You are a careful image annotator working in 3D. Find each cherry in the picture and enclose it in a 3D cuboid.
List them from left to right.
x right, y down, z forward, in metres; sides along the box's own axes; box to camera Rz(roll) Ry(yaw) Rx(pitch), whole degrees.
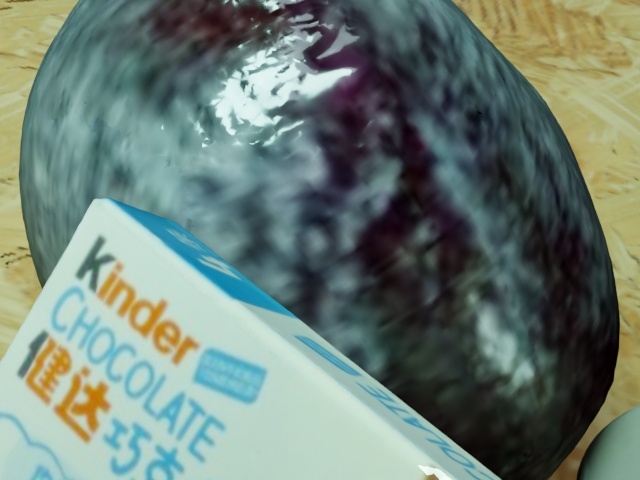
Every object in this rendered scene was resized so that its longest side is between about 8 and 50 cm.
[{"bbox_3d":[0.000,0.000,0.736,0.218,0.296,0.255,-29,44,3],"label":"cherry"}]

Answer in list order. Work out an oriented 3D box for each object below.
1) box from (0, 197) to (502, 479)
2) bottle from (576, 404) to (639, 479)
[{"bbox_3d":[-0.038,0.164,0.532,0.273,0.265,0.048,38,11,35],"label":"box"},{"bbox_3d":[0.139,0.165,0.643,0.110,0.110,0.233,9,38,5],"label":"bottle"}]
